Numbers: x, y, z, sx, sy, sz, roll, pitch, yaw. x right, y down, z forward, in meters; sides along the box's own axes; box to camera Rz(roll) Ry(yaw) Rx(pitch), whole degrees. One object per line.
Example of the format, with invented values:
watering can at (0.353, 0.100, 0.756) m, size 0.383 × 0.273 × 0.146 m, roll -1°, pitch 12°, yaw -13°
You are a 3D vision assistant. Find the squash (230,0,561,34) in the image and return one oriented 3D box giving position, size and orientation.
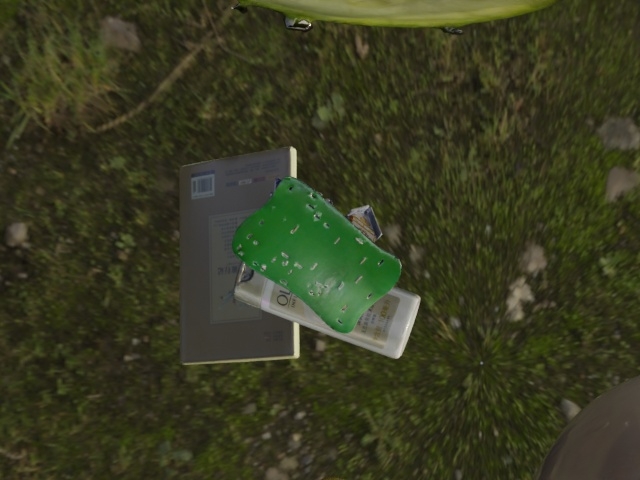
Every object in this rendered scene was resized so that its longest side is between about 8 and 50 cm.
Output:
squash at (0.036, -0.231, 0.492) m, size 0.189 × 0.189 × 0.260 m, roll 5°, pitch 84°, yaw 8°

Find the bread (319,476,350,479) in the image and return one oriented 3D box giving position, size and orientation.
bread at (-0.004, 0.423, 1.565) m, size 0.105 × 0.213 × 0.213 m, roll 25°, pitch 88°, yaw -15°

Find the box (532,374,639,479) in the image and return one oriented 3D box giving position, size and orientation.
box at (0.121, 0.117, 0.330) m, size 0.146 × 0.200 × 0.088 m, roll 43°, pitch 114°, yaw 0°

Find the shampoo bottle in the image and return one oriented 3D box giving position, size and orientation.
shampoo bottle at (0.007, 0.071, 1.460) m, size 0.227 × 0.056 × 0.086 m, roll 20°, pitch 97°, yaw 10°

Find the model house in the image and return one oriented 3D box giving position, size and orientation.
model house at (0.000, 0.000, 1.246) m, size 0.167 × 0.088 × 0.117 m, roll 36°, pitch 113°, yaw -9°

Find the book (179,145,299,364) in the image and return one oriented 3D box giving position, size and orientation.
book at (-0.125, 0.026, 1.736) m, size 0.217 × 0.021 × 0.310 m, roll -7°, pitch 79°, yaw 33°
